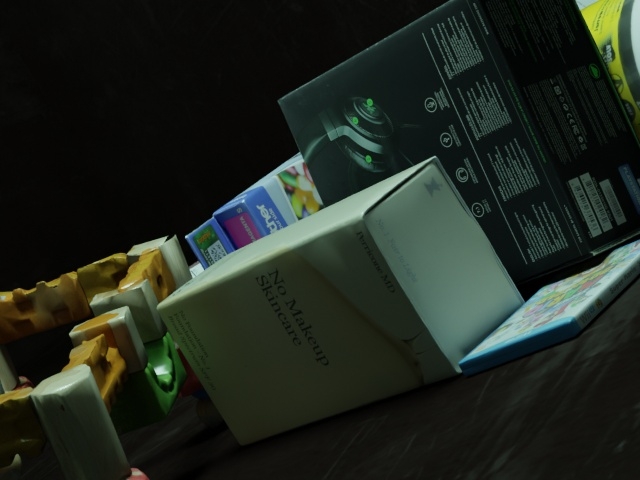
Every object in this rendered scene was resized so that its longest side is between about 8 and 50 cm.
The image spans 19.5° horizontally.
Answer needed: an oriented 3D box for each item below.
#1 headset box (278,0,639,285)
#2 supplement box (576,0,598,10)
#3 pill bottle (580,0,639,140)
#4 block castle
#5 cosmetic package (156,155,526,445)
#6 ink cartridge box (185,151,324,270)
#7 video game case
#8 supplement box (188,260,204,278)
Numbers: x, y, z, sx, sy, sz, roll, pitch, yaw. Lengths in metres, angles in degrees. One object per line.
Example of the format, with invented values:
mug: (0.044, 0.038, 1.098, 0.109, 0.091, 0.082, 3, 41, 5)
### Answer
headset box: (0.124, -0.070, 1.654, 0.131, 0.246, 0.283, -22, -3, -45)
supplement box: (0.312, -0.228, 2.323, 0.114, 0.111, 0.220, -34, -28, -37)
pill bottle: (0.258, -0.119, 1.748, 0.188, 0.188, 0.334, -35, 7, -40)
block castle: (-0.256, 0.185, 1.709, 0.303, 0.213, 0.453, -17, 15, 11)
cosmetic package: (0.012, 0.060, 1.614, 0.113, 0.160, 0.309, -36, 7, -40)
ink cartridge box: (0.000, 0.000, 2.059, 0.065, 0.186, 0.311, -23, 10, 44)
video game case: (0.194, 0.049, 1.476, 0.119, 0.015, 0.166, -25, 8, 44)
supplement box: (-0.086, 0.055, 2.352, 0.188, 0.081, 0.104, -32, -37, -16)
